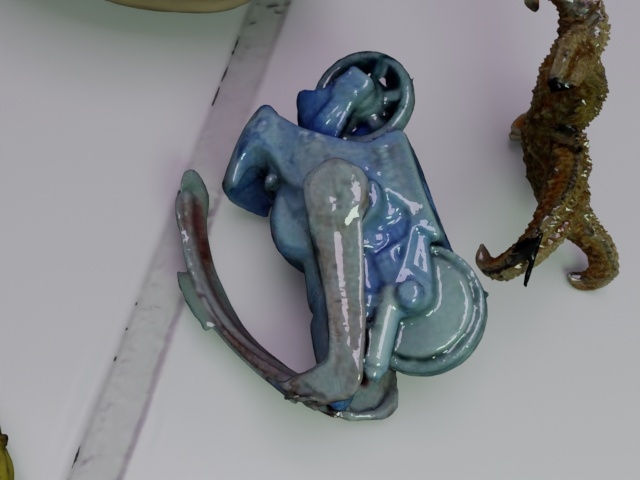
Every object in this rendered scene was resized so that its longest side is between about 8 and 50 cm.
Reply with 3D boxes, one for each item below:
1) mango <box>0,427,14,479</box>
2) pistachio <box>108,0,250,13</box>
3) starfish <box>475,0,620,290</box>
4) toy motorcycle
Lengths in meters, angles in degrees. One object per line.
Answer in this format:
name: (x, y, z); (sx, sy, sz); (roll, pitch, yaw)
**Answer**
mango: (-0.331, 0.166, 0.744); (0.195, 0.098, 0.137); (13, 64, 5)
pistachio: (-0.200, -0.392, 0.965); (0.446, 0.281, 0.365); (24, 33, -3)
starfish: (0.209, -0.077, 0.861); (0.113, 0.312, 0.303); (1, 44, 17)
toy motorcycle: (-0.004, -0.009, 0.836); (0.241, 0.182, 0.319); (-10, 65, -13)
